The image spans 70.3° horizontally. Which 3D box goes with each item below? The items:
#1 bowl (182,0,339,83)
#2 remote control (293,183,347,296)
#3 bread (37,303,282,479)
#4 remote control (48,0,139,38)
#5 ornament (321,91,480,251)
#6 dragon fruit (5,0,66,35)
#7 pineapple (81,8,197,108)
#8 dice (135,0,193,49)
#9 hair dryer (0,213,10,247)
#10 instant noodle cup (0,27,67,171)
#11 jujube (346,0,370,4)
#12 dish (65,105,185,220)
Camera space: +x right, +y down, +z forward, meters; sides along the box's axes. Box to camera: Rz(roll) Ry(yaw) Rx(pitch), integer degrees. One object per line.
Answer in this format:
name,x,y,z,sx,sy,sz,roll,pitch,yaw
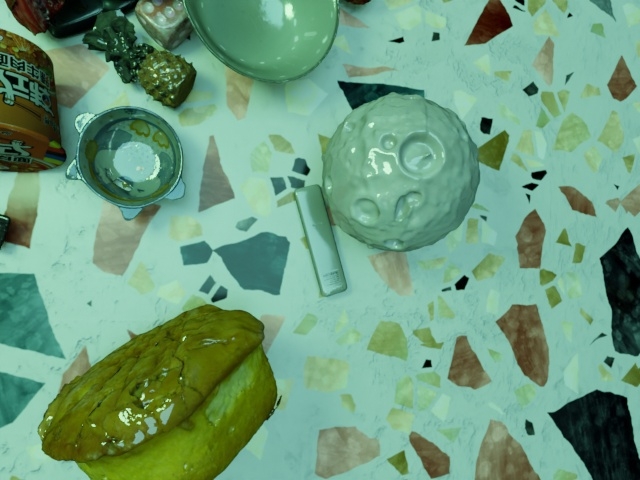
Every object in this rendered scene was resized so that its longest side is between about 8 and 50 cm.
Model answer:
bowl,-0.140,-0.493,0.966,0.336,0.157,0.338,-3,97,-26
remote control,0.000,0.000,1.065,0.067,0.029,0.261,-15,89,-12
bread,-0.274,0.276,0.818,0.397,0.398,0.216,-26,106,-12
remote control,-0.476,-0.498,0.964,0.221,0.042,0.072,-33,93,-11
ornament,0.169,-0.140,0.962,0.336,0.337,0.338,0,88,-13
dragon fruit,-0.562,-0.570,0.855,0.204,0.152,0.317,15,78,25
pineapple,-0.380,-0.381,0.955,0.237,0.111,0.119,32,56,-4
dice,-0.329,-0.475,0.971,0.094,0.091,0.093,43,80,-7
hair dryer,-0.744,0.034,0.884,0.195,0.078,0.249,22,93,-12
instant noodle cup,-0.606,-0.255,0.839,0.250,0.250,0.192,-2,79,-13
jujube,0.059,-0.631,1.056,0.176,0.109,0.112,31,48,-7
dish,-0.399,-0.161,0.949,0.227,0.086,0.237,-30,95,-11
